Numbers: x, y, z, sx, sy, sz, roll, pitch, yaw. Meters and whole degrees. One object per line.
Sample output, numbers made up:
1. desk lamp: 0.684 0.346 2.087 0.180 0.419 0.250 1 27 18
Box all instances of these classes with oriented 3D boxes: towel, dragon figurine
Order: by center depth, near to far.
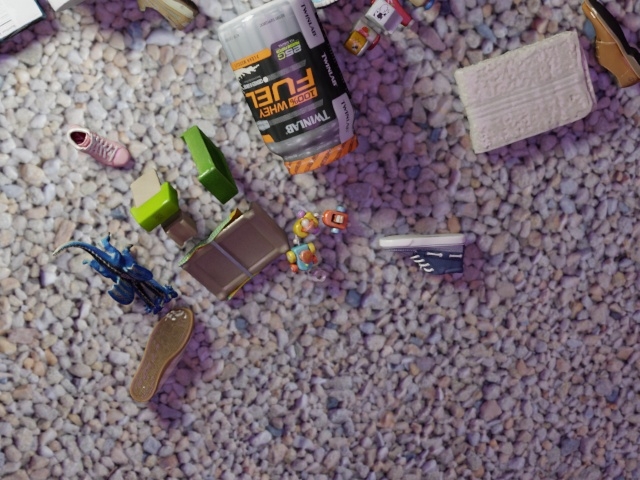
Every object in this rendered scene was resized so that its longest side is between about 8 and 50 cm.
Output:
1. dragon figurine: -0.385 0.066 1.697 0.085 0.289 0.144 -47 66 1
2. towel: 0.430 -0.311 1.816 0.282 0.049 0.187 -18 102 -3

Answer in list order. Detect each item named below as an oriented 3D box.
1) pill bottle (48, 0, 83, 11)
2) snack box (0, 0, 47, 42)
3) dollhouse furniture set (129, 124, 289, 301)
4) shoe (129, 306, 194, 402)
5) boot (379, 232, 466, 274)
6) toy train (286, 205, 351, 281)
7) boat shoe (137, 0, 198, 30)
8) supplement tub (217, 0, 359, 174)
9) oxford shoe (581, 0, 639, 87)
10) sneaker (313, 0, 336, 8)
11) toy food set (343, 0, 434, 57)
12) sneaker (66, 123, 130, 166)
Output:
1. pill bottle: -0.512 -0.583 1.555 0.181 0.181 0.323 -31 104 -1
2. snack box: -0.703 -0.423 1.622 0.321 0.060 0.187 -30 104 -1
3. dollhouse furniture set: -0.225 -0.047 1.765 0.197 0.151 0.301 -37 133 7
4. shoe: -0.329 0.235 1.818 0.076 0.058 0.219 31 92 7
5. boot: 0.218 0.032 1.842 0.189 0.069 0.086 -1 99 -10
6. toy train: 0.000 0.000 1.793 0.125 0.046 0.166 20 85 -24
7. boat shoe: -0.327 -0.468 1.655 0.190 0.068 0.072 35 113 -24
8. supplement tub: -0.053 -0.300 1.673 0.193 0.193 0.316 -25 104 -3
9. oxford shoe: 0.598 -0.410 1.812 0.076 0.076 0.212 -31 95 40
10. sneaker: 0.050 -0.522 1.711 0.162 0.063 0.073 -29 101 -2
11. toy food set: 0.150 -0.444 1.714 0.104 0.111 0.232 36 92 -13
12. sneaker: -0.439 -0.183 1.705 0.134 0.070 0.051 29 94 -14
